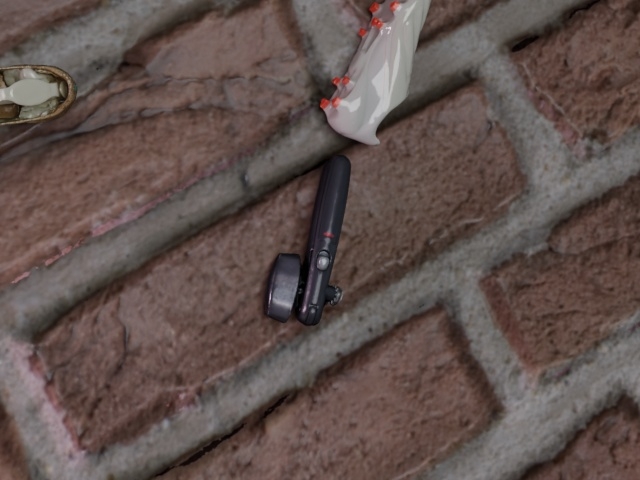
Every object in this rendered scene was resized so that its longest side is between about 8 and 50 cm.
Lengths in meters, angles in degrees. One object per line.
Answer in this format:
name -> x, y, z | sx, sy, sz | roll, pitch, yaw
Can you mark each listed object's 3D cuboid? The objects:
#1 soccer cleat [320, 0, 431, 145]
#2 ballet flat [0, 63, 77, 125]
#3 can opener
soccer cleat -> 0.073, -0.193, 1.938 | 0.076, 0.068, 0.196 | 33, 83, -23
ballet flat -> -0.331, -0.138, 1.759 | 0.206, 0.067, 0.073 | -13, 94, -23
can opener -> 0.000, 0.000, 1.897 | 0.073, 0.059, 0.186 | 20, 80, -20
